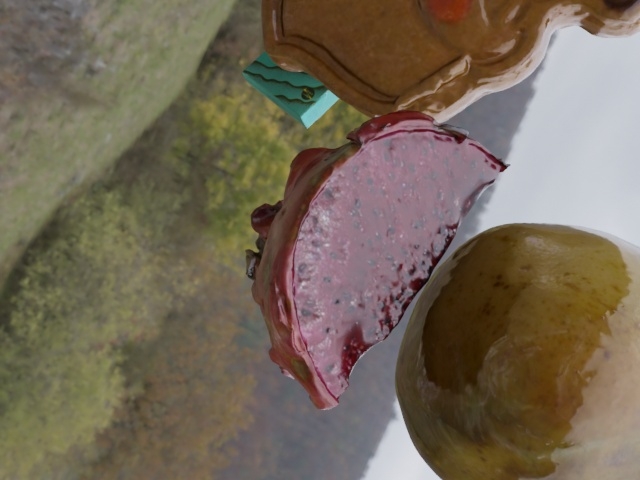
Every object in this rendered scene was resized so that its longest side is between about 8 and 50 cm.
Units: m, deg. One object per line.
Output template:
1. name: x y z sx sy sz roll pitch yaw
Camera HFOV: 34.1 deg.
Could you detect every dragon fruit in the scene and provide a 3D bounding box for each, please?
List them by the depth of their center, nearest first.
1. dragon fruit: 0.000 0.000 0.877 0.262 0.134 0.211 -54 -162 -25

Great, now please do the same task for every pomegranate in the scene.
1. pomegranate: 0.206 0.119 0.869 0.307 0.307 0.307 -155 -90 -90

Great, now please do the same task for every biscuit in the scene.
1. biscuit: 0.141 -0.314 1.137 0.455 0.349 0.078 -25 154 10

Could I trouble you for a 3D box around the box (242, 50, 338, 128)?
1. box: 0.005 -0.302 1.688 0.226 0.161 0.042 -44 144 -6
